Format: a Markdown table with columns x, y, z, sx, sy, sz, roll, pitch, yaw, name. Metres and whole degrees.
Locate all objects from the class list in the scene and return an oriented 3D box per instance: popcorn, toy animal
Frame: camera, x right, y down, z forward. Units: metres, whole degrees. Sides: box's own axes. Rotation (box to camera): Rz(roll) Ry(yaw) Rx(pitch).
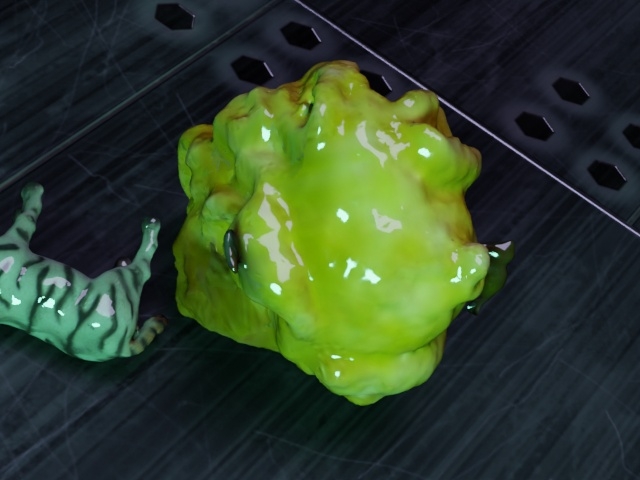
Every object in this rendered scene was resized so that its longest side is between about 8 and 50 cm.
| x | y | z | sx | sy | sz | roll | pitch | yaw | name |
| --- | --- | --- | --- | --- | --- | --- | --- | --- | --- |
| 0.000 | 0.000 | 1.516 | 0.281 | 0.315 | 0.297 | -5 | 74 | -55 | popcorn |
| -0.257 | 0.026 | 1.517 | 0.255 | 0.090 | 0.170 | 6 | 50 | -17 | toy animal |
